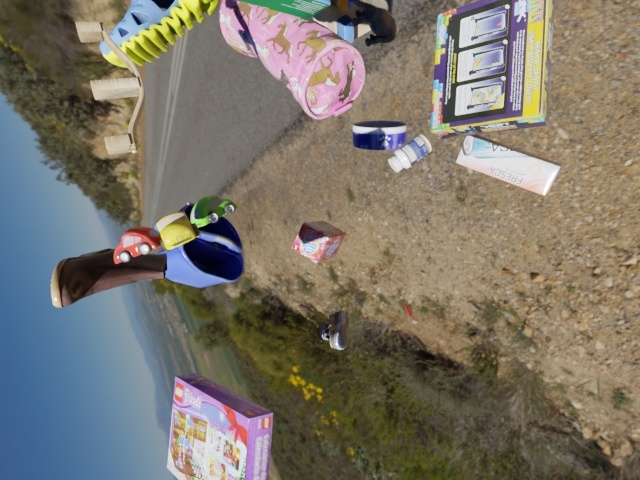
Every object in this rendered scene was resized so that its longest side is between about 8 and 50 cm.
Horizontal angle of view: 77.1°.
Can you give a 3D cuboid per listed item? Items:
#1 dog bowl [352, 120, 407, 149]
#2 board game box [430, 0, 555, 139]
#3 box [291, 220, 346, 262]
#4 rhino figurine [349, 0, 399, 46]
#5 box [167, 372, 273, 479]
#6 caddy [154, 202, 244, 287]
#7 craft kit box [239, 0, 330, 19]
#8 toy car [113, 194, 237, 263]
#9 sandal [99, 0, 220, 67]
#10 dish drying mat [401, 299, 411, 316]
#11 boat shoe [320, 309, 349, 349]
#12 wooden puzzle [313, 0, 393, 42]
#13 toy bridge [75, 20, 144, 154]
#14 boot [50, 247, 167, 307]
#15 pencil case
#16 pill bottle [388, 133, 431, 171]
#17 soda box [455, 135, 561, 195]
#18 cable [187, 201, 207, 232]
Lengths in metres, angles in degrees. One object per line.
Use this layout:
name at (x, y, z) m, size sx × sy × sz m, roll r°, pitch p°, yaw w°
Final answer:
dog bowl at (0.288, -0.518, 1.965) m, size 0.265 × 0.265 × 0.104 m, roll 32°, pitch 131°, yaw 52°
board game box at (0.225, -0.231, 0.533) m, size 0.141 × 0.048 × 0.170 m, roll 3°, pitch 87°, yaw 38°
box at (0.000, 0.000, 1.696) m, size 0.128 × 0.257 × 0.123 m, roll 30°, pitch 104°, yaw 14°
rhino figurine at (0.151, -0.662, 1.171) m, size 0.106 × 0.243 × 0.073 m, roll -1°, pitch 75°, yaw 32°
box at (-0.210, 0.402, 0.798) m, size 0.293 × 0.057 × 0.201 m, roll 1°, pitch 86°, yaw 46°
caddy at (-0.382, 0.020, 1.332) m, size 0.341 × 0.179 × 0.241 m, roll 33°, pitch -135°, yaw -61°
craft kit box at (-0.109, -0.420, 0.474) m, size 0.061 × 0.250 × 0.247 m, roll 0°, pitch 99°, yaw 47°
toy car at (-0.253, -0.037, 0.752) m, size 0.239 × 0.225 × 0.053 m, roll -10°, pitch 109°, yaw 40°
sandal at (-0.386, -0.533, 0.936) m, size 0.138 × 0.317 × 0.126 m, roll 49°, pitch 172°, yaw -11°
dish drying mat at (0.232, 0.180, 1.077) m, size 0.083 × 0.008 × 0.032 m, roll -30°, pitch -85°, yaw -84°
boat shoe at (0.037, 0.244, 1.082) m, size 0.183 × 0.066 × 0.066 m, roll -43°, pitch -56°, yaw -77°
wooden puzzle at (0.139, -0.891, 1.523) m, size 0.080 × 0.348 × 0.322 m, roll 57°, pitch 171°, yaw 22°
toy bridge at (-0.271, -0.203, 0.537) m, size 0.026 × 0.063 × 0.188 m, roll -34°, pitch 73°, yaw 66°
boot at (-0.471, 0.075, 0.924) m, size 0.248 × 0.207 × 0.090 m, roll -123°, pitch 35°, yaw -68°
pencil case at (-0.071, -0.416, 0.868) m, size 0.386 × 0.167 × 0.160 m, roll 49°, pitch 118°, yaw 32°
pill bottle at (0.263, -0.257, 1.192) m, size 0.067 × 0.120 × 0.067 m, roll 54°, pitch 180°, yaw 0°
soda box at (0.372, -0.154, 0.800) m, size 0.183 × 0.058 × 0.063 m, roll 27°, pitch 118°, yaw 22°
cable at (-0.433, -0.015, 1.512) m, size 0.139 × 0.072 × 0.287 m, roll 14°, pitch 122°, yaw 56°
